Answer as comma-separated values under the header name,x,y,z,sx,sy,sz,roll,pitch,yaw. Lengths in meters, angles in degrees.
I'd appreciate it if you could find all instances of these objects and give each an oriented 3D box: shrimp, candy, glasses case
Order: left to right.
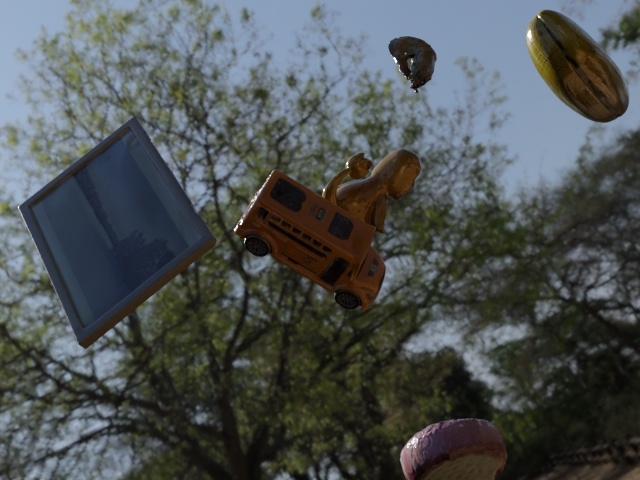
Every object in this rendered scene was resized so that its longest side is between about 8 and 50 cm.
name,x,y,z,sx,sy,sz,roll,pitch,yaw
shrimp,0.182,-0.351,1.679,0.101,0.190,0.042,11,-47,-6
candy,0.129,0.211,0.821,0.103,0.043,0.103,-8,-40,-7
glasses case,0.268,-0.171,0.870,0.064,0.079,0.234,-37,-21,22

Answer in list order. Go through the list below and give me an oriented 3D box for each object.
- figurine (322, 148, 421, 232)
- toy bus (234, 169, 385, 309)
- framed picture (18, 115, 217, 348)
name,x,y,z,sx,sy,sz,roll,pitch,yaw
figurine,0.070,-0.082,1.233,0.176,0.121,0.122,-36,-41,-14
toy bus,0.000,0.000,1.038,0.088,0.194,0.083,-52,10,46
framed picture,-0.276,-0.022,1.115,0.213,0.289,0.016,-38,-40,0
